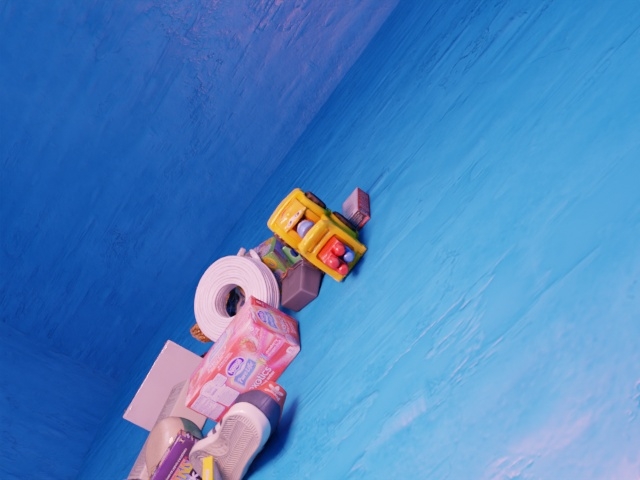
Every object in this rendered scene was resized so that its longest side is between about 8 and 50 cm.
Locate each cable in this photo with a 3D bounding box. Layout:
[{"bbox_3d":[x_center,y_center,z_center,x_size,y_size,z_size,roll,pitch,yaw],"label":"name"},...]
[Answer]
[{"bbox_3d":[-0.231,0.168,1.679,0.257,0.089,0.257,-50,60,8],"label":"cable"}]

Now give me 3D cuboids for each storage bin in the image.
[{"bbox_3d":[-0.058,0.124,1.624,0.135,0.098,0.091,-42,32,42],"label":"storage bin"}]

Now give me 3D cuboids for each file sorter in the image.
[{"bbox_3d":[-0.514,0.506,2.054,0.277,0.193,0.173,-62,14,-18],"label":"file sorter"}]

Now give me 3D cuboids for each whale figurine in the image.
[{"bbox_3d":[-0.377,0.608,1.610,0.216,0.141,0.271,-45,44,37],"label":"whale figurine"}]

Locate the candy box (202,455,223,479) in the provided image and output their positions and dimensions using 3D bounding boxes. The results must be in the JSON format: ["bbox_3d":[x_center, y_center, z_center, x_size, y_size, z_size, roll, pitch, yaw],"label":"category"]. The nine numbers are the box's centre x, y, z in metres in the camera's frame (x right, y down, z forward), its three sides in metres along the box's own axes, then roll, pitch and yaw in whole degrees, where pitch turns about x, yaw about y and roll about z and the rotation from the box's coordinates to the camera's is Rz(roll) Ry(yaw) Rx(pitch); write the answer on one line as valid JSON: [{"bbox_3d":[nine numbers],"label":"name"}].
[{"bbox_3d":[-0.212,0.544,1.224,0.027,0.105,0.206,-16,21,-4],"label":"candy box"}]

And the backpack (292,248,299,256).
[{"bbox_3d":[-0.058,-0.020,1.891,0.120,0.098,0.101,-47,23,-13],"label":"backpack"}]

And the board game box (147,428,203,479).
[{"bbox_3d":[-0.322,0.562,1.453,0.170,0.141,0.048,-58,15,-2],"label":"board game box"}]

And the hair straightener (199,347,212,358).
[{"bbox_3d":[-0.370,0.398,2.127,0.089,0.047,0.230,-32,-4,-27],"label":"hair straightener"}]

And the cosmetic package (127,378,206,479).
[{"bbox_3d":[-0.445,0.590,1.823,0.160,0.113,0.309,-34,27,55],"label":"cosmetic package"}]

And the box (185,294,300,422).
[{"bbox_3d":[-0.199,0.311,1.544,0.299,0.154,0.142,-53,19,16],"label":"box"}]

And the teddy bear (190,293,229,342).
[{"bbox_3d":[-0.290,0.219,2.056,0.338,0.113,0.245,-49,3,-32],"label":"teddy bear"}]

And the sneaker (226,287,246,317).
[{"bbox_3d":[-0.243,0.186,1.882,0.080,0.081,0.211,-39,41,45],"label":"sneaker"}]

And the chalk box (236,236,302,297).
[{"bbox_3d":[-0.142,0.080,1.813,0.213,0.132,0.132,-32,19,18],"label":"chalk box"}]

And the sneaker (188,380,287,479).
[{"bbox_3d":[-0.173,0.429,1.342,0.350,0.131,0.148,-50,-4,41],"label":"sneaker"}]

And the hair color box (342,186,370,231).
[{"bbox_3d":[0.095,-0.080,1.634,0.072,0.043,0.141,-49,16,26],"label":"hair color box"}]

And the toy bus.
[{"bbox_3d":[0.000,0.000,1.461,0.149,0.220,0.211,-50,22,7],"label":"toy bus"}]
